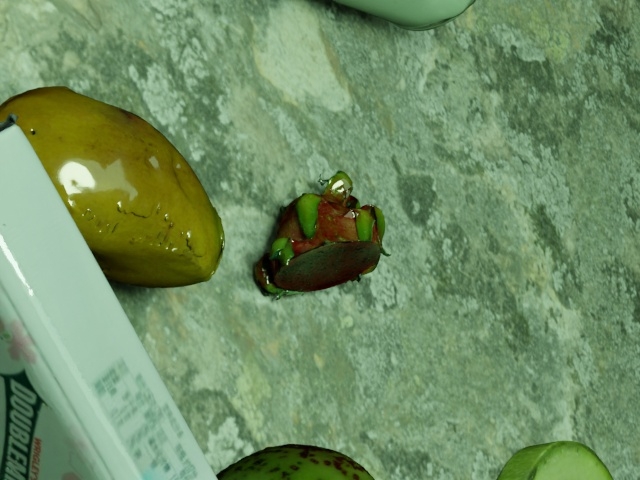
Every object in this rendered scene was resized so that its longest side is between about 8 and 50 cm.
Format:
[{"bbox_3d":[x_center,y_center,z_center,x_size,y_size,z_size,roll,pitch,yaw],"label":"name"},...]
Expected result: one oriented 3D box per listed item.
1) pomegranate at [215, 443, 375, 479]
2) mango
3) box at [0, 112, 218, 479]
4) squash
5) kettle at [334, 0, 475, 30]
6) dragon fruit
[{"bbox_3d":[-0.021,0.302,1.435,0.248,0.214,0.214,72,22,-61],"label":"pomegranate"},{"bbox_3d":[-0.189,-0.038,1.376,0.248,0.151,0.156,38,16,-30],"label":"mango"},{"bbox_3d":[-0.235,0.091,1.249,0.112,0.190,0.370,-40,108,-49],"label":"box"},{"bbox_3d":[0.289,0.366,1.859,0.252,0.049,0.252,20,63,-44],"label":"squash"},{"bbox_3d":[0.012,-0.371,1.729,0.318,0.265,0.205,11,100,-46],"label":"kettle"},{"bbox_3d":[0.000,0.000,1.624,0.175,0.138,0.142,-94,167,-47],"label":"dragon fruit"}]
